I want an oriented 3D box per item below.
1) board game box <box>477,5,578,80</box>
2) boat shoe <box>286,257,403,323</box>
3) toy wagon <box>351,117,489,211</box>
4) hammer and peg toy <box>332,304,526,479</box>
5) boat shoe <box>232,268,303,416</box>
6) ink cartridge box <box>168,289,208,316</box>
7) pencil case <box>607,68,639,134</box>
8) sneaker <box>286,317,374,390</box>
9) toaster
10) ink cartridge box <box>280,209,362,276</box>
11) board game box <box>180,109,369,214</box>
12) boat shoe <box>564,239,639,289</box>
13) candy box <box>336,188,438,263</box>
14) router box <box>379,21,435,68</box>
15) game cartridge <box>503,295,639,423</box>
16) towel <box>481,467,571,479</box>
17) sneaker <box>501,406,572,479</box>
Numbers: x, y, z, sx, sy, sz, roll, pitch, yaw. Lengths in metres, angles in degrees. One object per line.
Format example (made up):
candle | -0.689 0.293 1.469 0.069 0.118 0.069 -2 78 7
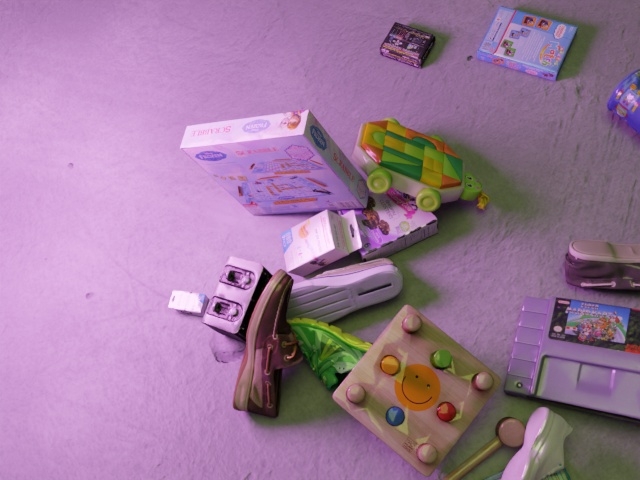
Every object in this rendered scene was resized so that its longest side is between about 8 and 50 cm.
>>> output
board game box | 0.534 -0.511 2.061 0.211 0.039 0.160 21 70 19
boat shoe | 0.041 0.117 1.823 0.302 0.109 0.094 -13 20 3
toy wagon | 0.243 -0.171 1.860 0.344 0.068 0.267 20 37 -4
hammer and peg toy | 0.233 0.340 1.612 0.361 0.127 0.266 40 80 7
boat shoe | -0.093 0.228 1.704 0.123 0.123 0.342 18 107 8
ink cartridge box | -0.315 0.149 1.897 0.083 0.028 0.048 8 66 13
pencil case | 0.822 -0.272 1.852 0.133 0.119 0.306 -35 64 -17
sneaker | 0.018 0.257 1.744 0.295 0.109 0.124 19 65 17
toaster | -0.171 0.140 1.804 0.110 0.186 0.168 17 77 19
ink cartridge box | 0.000 0.000 1.852 0.181 0.061 0.104 -27 61 29
board game box | -0.096 -0.165 1.803 0.318 0.318 0.066 -2 63 28
boat shoe | 0.703 0.066 1.740 0.335 0.096 0.112 7 30 9
candy box | 0.156 -0.056 1.890 0.196 0.070 0.165 -26 62 -3
router box | 0.231 -0.518 2.116 0.122 0.038 0.092 24 71 20
game cartridge | 0.577 0.242 1.644 0.354 0.068 0.230 7 71 27
towel | 0.418 0.624 1.541 0.271 0.040 0.370 -23 63 -1
sneaker | 0.430 0.442 1.566 0.094 0.080 0.212 31 82 -10
